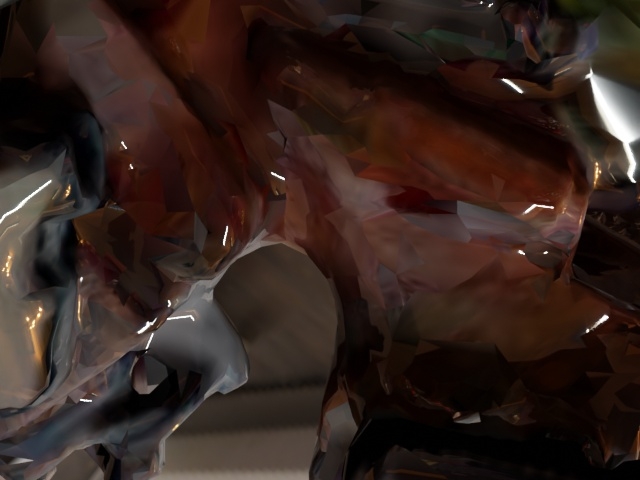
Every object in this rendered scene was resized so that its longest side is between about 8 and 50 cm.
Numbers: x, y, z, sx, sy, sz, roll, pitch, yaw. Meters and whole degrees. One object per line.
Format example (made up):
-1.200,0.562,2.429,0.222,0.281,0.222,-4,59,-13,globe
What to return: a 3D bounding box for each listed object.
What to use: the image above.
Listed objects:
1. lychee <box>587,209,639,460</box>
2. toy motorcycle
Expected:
0.151,0.066,0.927,0.194,0.194,0.194,30,154,16,lychee
0.000,0.000,0.402,0.401,0.134,0.207,11,112,4,toy motorcycle
